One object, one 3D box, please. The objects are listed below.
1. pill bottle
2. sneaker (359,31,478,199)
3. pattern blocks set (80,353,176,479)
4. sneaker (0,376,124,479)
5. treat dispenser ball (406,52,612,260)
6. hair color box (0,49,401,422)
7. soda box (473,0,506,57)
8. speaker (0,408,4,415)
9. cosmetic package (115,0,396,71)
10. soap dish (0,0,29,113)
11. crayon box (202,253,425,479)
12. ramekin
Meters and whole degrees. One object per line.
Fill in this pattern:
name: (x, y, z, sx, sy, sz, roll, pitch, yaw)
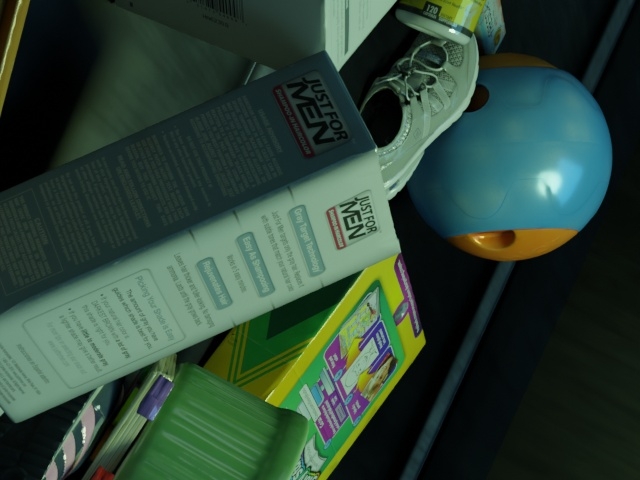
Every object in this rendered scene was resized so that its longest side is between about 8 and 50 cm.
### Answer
pill bottle: (0.172, -0.347, 2.075, 0.184, 0.103, 0.103, -69, 160, 4)
sneaker: (0.120, -0.184, 2.121, 0.281, 0.105, 0.115, -62, 155, -19)
pattern blocks set: (-0.190, 0.173, 1.645, 0.285, 0.026, 0.325, -58, -175, -7)
sneaker: (-0.278, 0.218, 1.541, 0.319, 0.112, 0.131, -52, 156, -33)
treat dispenser ball: (0.258, -0.116, 2.277, 0.288, 0.288, 0.288, -52, 155, -36)
hair color box: (-0.131, 0.002, 1.385, 0.374, 0.113, 0.185, -24, 152, -3)
soda box: (0.211, -0.317, 2.273, 0.063, 0.058, 0.183, -61, 158, -16)
speaker: (-0.275, 0.104, 1.508, 0.136, 0.055, 0.055, -48, 153, -40)
cosmetic package: (-0.035, -0.285, 1.444, 0.224, 0.224, 0.138, -53, 156, -35)
soap dish: (-0.307, -0.106, 1.107, 0.229, 0.118, 0.291, -15, 124, -65)
crayon box: (-0.009, 0.161, 2.131, 0.313, 0.106, 0.363, -52, 156, -16)
ramekin: (-0.154, 0.273, 1.691, 0.303, 0.148, 0.303, -56, -175, 8)
